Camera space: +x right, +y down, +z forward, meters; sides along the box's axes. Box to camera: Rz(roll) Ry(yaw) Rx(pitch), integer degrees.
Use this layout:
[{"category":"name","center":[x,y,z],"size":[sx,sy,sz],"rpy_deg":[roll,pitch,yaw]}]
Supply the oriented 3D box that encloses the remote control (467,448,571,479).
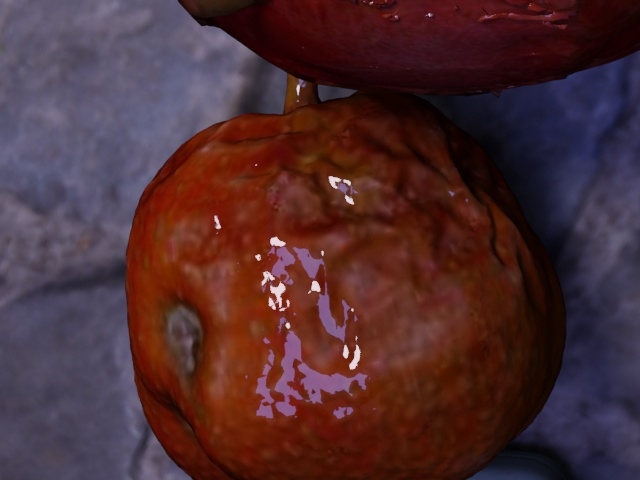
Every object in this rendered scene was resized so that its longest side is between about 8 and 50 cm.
[{"category":"remote control","center":[0.105,0.251,0.960],"size":[0.140,0.056,0.296],"rpy_deg":[-13,104,21]}]

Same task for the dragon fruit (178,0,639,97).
[{"category":"dragon fruit","center":[0.056,-0.202,0.693],"size":[0.302,0.295,0.295],"rpy_deg":[-6,107,34]}]

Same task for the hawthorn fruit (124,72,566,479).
[{"category":"hawthorn fruit","center":[0.000,0.000,0.837],"size":[0.207,0.207,0.243],"rpy_deg":[-9,96,22]}]
